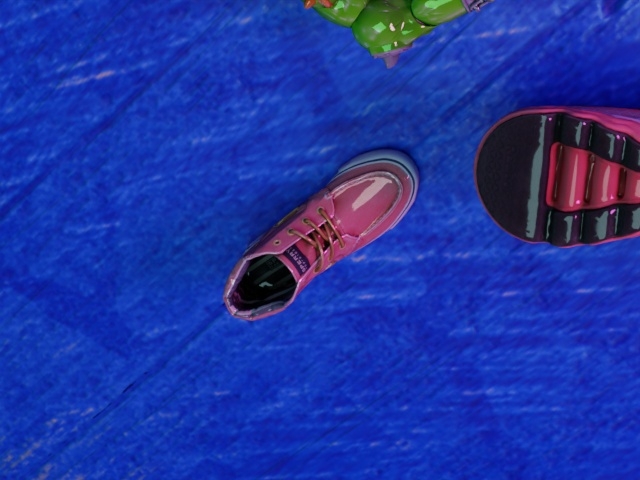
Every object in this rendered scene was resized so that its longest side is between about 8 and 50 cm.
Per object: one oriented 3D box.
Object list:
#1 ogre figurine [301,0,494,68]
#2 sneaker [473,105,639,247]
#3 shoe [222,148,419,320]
[{"bbox_3d":[0.030,-0.204,0.948,0.197,0.097,0.118,33,104,-18],"label":"ogre figurine"},{"bbox_3d":[0.269,-0.045,0.920,0.313,0.136,0.116,14,112,20],"label":"sneaker"},{"bbox_3d":[0.000,0.000,1.062,0.178,0.081,0.063,-34,102,28],"label":"shoe"}]
